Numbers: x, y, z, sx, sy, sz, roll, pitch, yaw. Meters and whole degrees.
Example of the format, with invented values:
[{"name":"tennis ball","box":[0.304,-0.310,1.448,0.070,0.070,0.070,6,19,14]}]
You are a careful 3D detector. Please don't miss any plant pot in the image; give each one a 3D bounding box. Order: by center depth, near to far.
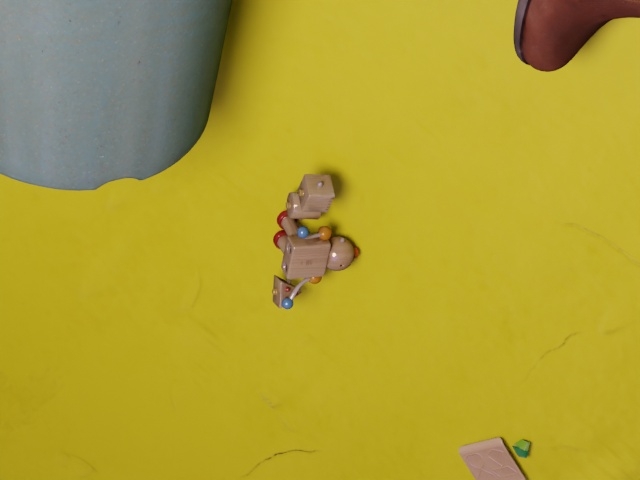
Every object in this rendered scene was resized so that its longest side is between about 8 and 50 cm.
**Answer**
[{"name":"plant pot","box":[-0.213,-0.247,1.417,0.341,0.341,0.334,20,135,11]}]

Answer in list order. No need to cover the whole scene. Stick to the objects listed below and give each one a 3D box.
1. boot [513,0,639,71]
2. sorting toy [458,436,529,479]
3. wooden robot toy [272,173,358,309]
[{"name":"boot","box":[0.309,-0.164,1.298,0.280,0.096,0.264,52,120,24]},{"name":"sorting toy","box":[0.195,0.237,1.725,0.083,0.012,0.062,-20,106,36]},{"name":"wooden robot toy","box":[0.000,0.000,1.642,0.079,0.076,0.173,0,128,-18]}]
